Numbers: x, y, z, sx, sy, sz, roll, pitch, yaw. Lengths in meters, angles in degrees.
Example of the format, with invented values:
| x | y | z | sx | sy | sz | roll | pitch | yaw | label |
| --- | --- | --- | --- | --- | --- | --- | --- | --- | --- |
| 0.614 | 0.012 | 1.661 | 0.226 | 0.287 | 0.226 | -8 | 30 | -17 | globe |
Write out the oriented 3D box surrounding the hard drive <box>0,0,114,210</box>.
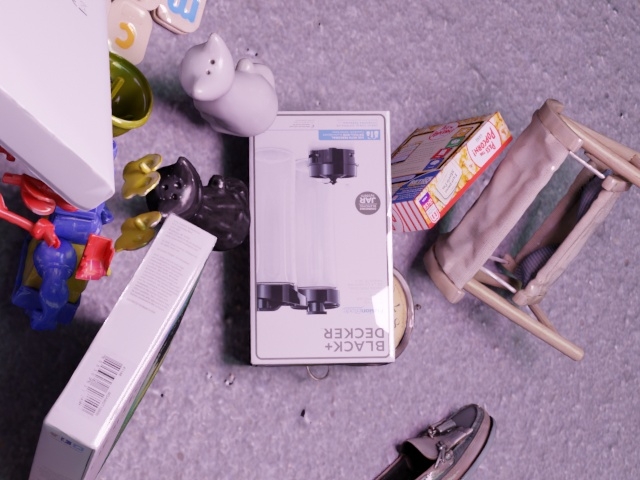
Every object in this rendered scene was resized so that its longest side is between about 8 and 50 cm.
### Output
| x | y | z | sx | sy | sz | roll | pitch | yaw | label |
| --- | --- | --- | --- | --- | --- | --- | --- | --- | --- |
| -0.286 | -0.214 | 1.417 | 0.233 | 0.047 | 0.353 | 44 | 23 | -37 | hard drive |

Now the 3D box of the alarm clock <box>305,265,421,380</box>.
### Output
| x | y | z | sx | sy | sz | roll | pitch | yaw | label |
| --- | --- | --- | --- | --- | --- | --- | --- | --- | --- |
| 0.039 | 0.100 | 1.819 | 0.192 | 0.064 | 0.129 | -47 | 115 | -36 | alarm clock |

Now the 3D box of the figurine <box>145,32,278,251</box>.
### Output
| x | y | z | sx | sy | sz | roll | pitch | yaw | label |
| --- | --- | --- | --- | --- | --- | --- | --- | --- | --- |
| -0.119 | -0.105 | 1.592 | 0.209 | 0.092 | 0.215 | 34 | 70 | -79 | figurine |

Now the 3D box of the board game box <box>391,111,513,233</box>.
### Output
| x | y | z | sx | sy | sz | roll | pitch | yaw | label |
| --- | --- | --- | --- | --- | --- | --- | --- | --- | --- |
| 0.127 | -0.080 | 1.861 | 0.193 | 0.146 | 0.045 | -46 | 113 | -34 | board game box |

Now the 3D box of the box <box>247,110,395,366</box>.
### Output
| x | y | z | sx | sy | sz | roll | pitch | yaw | label |
| --- | --- | --- | --- | --- | --- | --- | --- | --- | --- |
| 0.000 | 0.000 | 1.730 | 0.169 | 0.087 | 0.290 | 1 | 84 | -4 | box |

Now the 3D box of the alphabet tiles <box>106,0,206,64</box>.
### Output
| x | y | z | sx | sy | sz | roll | pitch | yaw | label |
| --- | --- | --- | --- | --- | --- | --- | --- | --- | --- |
| -0.235 | -0.345 | 1.662 | 0.284 | 0.021 | 0.278 | 26 | 69 | -36 | alphabet tiles |

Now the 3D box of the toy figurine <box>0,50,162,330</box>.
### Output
| x | y | z | sx | sy | sz | roll | pitch | yaw | label |
| --- | --- | --- | --- | --- | --- | --- | --- | --- | --- |
| -0.282 | -0.029 | 1.523 | 0.191 | 0.217 | 0.363 | 15 | 33 | -16 | toy figurine |

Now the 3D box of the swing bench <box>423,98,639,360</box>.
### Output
| x | y | z | sx | sy | sz | roll | pitch | yaw | label |
| --- | --- | --- | --- | --- | --- | --- | --- | --- | --- |
| 0.288 | -0.023 | 1.908 | 0.254 | 0.165 | 0.253 | 26 | 110 | -34 | swing bench |

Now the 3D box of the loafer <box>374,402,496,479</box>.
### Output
| x | y | z | sx | sy | sz | roll | pitch | yaw | label |
| --- | --- | --- | --- | --- | --- | --- | --- | --- | --- |
| 0.121 | 0.285 | 1.853 | 0.267 | 0.096 | 0.084 | -47 | 109 | -32 | loafer |

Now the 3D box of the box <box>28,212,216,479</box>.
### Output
| x | y | z | sx | sy | sz | roll | pitch | yaw | label |
| --- | --- | --- | --- | --- | --- | --- | --- | --- | --- |
| -0.199 | 0.137 | 1.455 | 0.058 | 0.322 | 0.232 | 30 | 64 | -2 | box |
